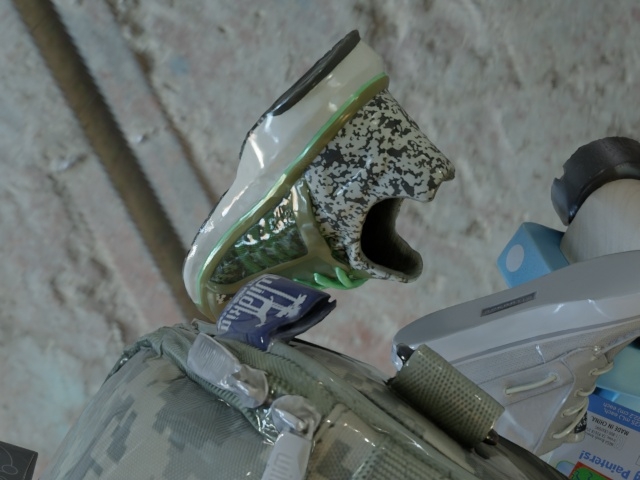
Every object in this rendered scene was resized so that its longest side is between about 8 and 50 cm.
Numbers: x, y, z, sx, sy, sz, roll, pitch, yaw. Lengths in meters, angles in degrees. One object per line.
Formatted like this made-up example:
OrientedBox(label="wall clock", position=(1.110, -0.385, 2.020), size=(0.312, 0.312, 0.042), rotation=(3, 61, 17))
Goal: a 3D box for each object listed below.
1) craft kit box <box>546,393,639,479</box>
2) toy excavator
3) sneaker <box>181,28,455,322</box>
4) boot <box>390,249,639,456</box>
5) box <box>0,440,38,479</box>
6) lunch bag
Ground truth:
OrientedBox(label="craft kit box", position=(0.273, 0.275, 1.168), size=(0.250, 0.246, 0.061), rotation=(22, 153, 24))
OrientedBox(label="toy excavator", position=(0.212, 0.135, 1.371), size=(0.433, 0.222, 0.445), rotation=(17, 117, -28))
OrientedBox(label="sneaker", position=(0.000, 0.000, 1.341), size=(0.182, 0.158, 0.410), rotation=(42, 147, 9))
OrientedBox(label="boot", position=(0.191, 0.095, 1.135), size=(0.258, 0.095, 0.123), rotation=(-17, 105, 25))
OrientedBox(label="box", position=(-0.420, 0.343, 1.545), size=(0.165, 0.143, 0.270), rotation=(19, 108, -10))
OrientedBox(label="lunch bag", position=(-0.030, 0.176, 0.494), size=(0.212, 0.256, 0.305), rotation=(27, 86, 3))
